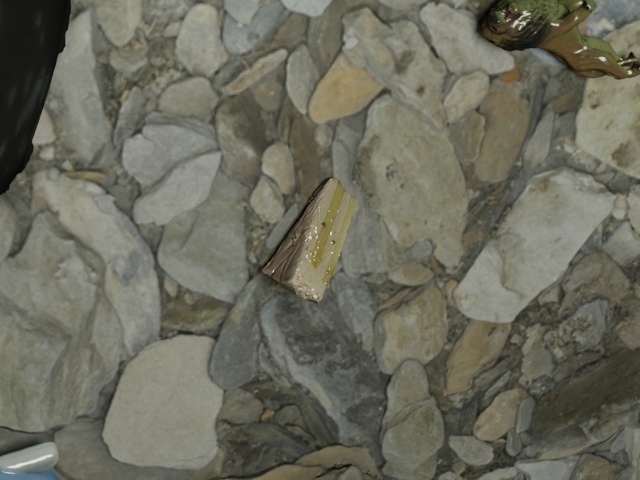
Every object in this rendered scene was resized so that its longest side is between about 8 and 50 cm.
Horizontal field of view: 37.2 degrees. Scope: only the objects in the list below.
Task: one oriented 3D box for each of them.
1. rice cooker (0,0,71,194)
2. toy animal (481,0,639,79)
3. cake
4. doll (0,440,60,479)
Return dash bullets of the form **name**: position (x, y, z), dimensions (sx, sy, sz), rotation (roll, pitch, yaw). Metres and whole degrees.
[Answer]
- **rice cooker**: position (-0.305, -0.143, 0.660), dimensions (0.224, 0.267, 0.267), rotation (14, 109, -29)
- **toy animal**: position (0.259, -0.207, 0.943), dimensions (0.219, 0.069, 0.086), rotation (16, 130, -21)
- **cake**: position (0.000, 0.000, 0.953), dimensions (0.052, 0.065, 0.121), rotation (32, 94, -32)
- **doll**: position (-0.332, 0.238, 0.922), dimensions (0.135, 0.099, 0.241), rotation (-26, 123, 20)
